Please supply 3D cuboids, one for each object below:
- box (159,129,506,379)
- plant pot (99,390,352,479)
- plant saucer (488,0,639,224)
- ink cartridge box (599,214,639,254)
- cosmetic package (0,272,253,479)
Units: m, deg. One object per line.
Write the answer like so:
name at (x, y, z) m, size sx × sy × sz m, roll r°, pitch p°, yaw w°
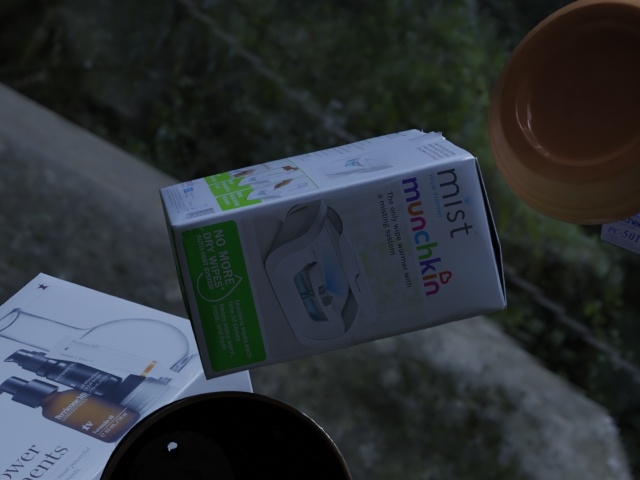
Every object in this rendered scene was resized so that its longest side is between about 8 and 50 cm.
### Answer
box at (0.000, 0.000, 1.442) m, size 0.231 × 0.127 × 0.262 m, roll -13°, pitch 8°, yaw -6°
plant pot at (-0.101, 0.223, 1.569) m, size 0.215 × 0.215 × 0.230 m, roll 29°, pitch -5°, yaw -13°
plant saucer at (0.221, -0.111, 1.461) m, size 0.200 × 0.200 × 0.037 m, roll 28°, pitch -4°, yaw 37°
ink cartridge box at (0.396, -0.003, 1.848) m, size 0.207 × 0.046 × 0.097 m, roll 22°, pitch 36°, yaw 25°
cosmetic package at (-0.293, 0.199, 1.867) m, size 0.284 × 0.377 × 0.097 m, roll 13°, pitch -50°, yaw 33°
